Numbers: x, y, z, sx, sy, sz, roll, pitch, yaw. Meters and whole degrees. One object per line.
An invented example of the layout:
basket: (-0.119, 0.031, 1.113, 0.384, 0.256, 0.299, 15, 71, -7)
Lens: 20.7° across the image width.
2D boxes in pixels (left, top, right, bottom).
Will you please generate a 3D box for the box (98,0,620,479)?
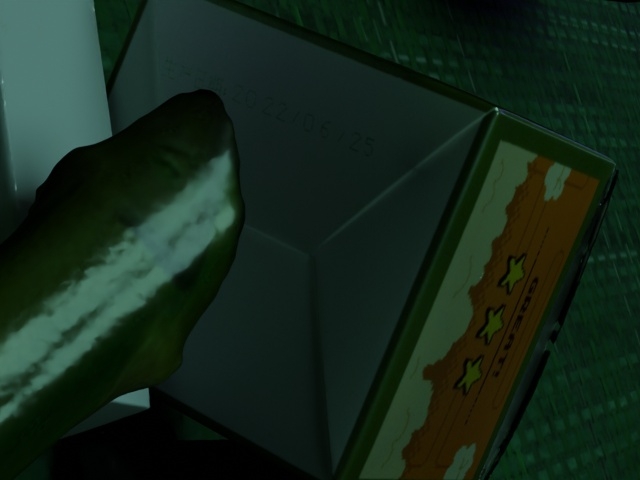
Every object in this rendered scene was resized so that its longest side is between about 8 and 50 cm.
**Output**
box: (0.000, 0.000, 0.809, 0.148, 0.195, 0.177, 15, 98, -58)

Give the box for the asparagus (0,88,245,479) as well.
asparagus: (-0.139, 0.065, 0.615, 0.343, 0.082, 0.085, -47, 147, -34)

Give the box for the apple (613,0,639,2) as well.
apple: (0.261, -0.413, 1.386, 0.473, 0.474, 0.473, 41, 39, -44)

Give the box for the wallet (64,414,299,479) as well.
wallet: (-0.034, 0.198, 0.784, 0.149, 0.044, 0.250, 4, 66, -26)

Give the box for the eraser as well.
eraser: (-0.146, -0.063, 0.775, 0.076, 0.078, 0.298, 19, 56, -57)
